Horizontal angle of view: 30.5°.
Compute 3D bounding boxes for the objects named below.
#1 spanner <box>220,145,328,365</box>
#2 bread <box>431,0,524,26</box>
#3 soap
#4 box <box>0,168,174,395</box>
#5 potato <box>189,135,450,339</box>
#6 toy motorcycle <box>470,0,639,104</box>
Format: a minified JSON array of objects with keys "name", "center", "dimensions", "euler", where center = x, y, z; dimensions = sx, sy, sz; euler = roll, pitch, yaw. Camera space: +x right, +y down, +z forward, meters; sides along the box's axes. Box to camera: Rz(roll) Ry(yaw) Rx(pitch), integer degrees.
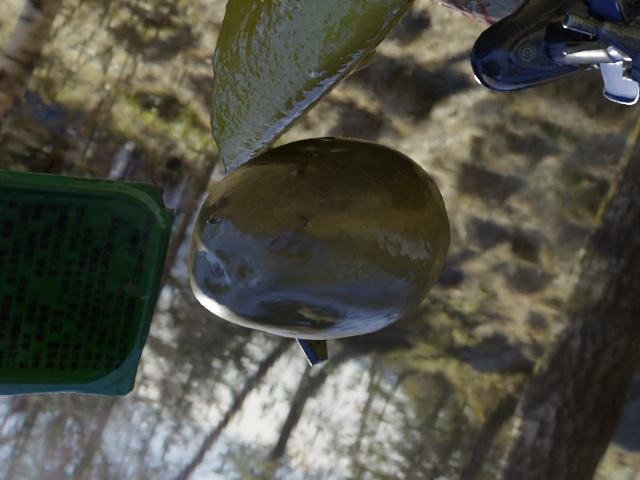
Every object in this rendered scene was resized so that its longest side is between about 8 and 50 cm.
[{"name":"spanner","center":[-0.053,0.007,1.519],"dimensions":[0.095,0.325,0.040],"euler":[-4,158,-43]},{"name":"bread","center":[0.177,-0.418,1.425],"dimensions":[0.327,0.114,0.295],"euler":[28,139,6]},{"name":"soap","center":[0.003,-0.251,0.971],"dimensions":[0.115,0.306,0.427],"euler":[21,145,-21]},{"name":"box","center":[-0.346,0.036,1.295],"dimensions":[0.336,0.264,0.106],"euler":[5,-162,-32]},{"name":"potato","center":[0.000,0.000,0.870],"dimensions":[0.235,0.178,0.160],"euler":[-5,-122,-53]},{"name":"toy motorcycle","center":[0.293,-0.194,0.920],"dimensions":[0.212,0.358,0.125],"euler":[-116,5,-73]}]
